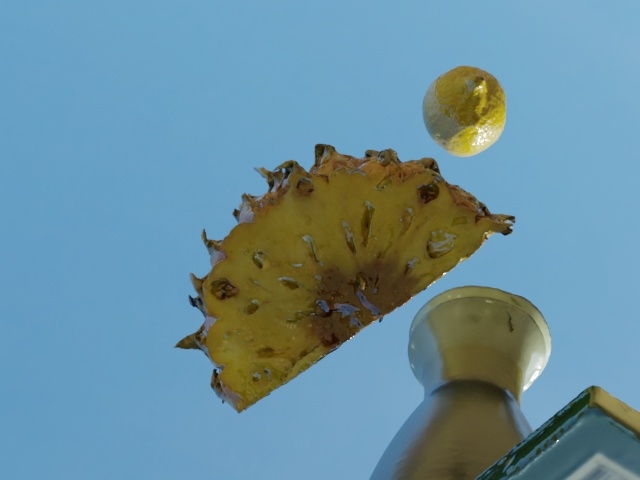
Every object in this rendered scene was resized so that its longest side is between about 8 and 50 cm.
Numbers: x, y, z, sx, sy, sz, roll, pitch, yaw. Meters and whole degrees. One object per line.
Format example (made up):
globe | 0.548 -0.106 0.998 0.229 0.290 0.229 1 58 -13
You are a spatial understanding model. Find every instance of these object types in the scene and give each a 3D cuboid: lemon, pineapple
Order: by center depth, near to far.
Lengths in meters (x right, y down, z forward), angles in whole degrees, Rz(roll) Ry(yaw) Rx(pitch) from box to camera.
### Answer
pineapple | 0.000 0.000 1.277 0.135 0.233 0.079 58 -179 3
lemon | 0.109 -0.098 1.466 0.065 0.092 0.065 2 -117 -3

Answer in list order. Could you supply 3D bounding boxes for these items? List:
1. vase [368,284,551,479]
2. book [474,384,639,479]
vase | 0.110 0.175 1.492 0.173 0.173 0.321 20 -146 -6
book | 0.147 0.259 1.260 0.260 0.371 0.043 33 -146 -20
